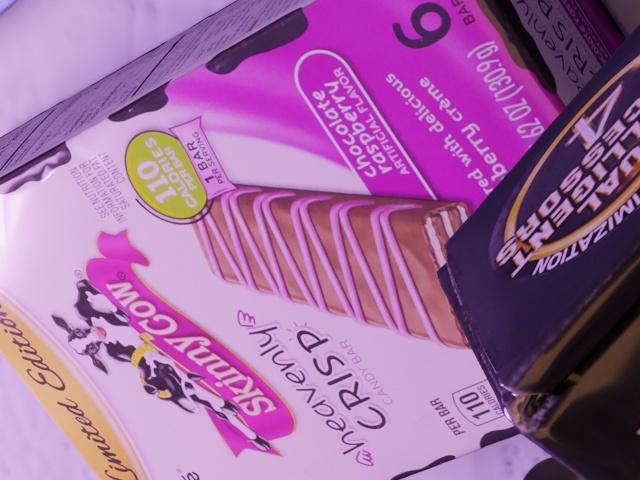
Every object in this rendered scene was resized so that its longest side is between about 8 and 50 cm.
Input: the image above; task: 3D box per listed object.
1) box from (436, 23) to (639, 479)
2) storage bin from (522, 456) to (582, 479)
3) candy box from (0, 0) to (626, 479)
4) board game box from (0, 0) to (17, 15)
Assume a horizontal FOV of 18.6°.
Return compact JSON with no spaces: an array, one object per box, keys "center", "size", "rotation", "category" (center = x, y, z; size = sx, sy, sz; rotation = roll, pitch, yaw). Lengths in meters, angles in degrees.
[{"center":[0.274,0.017,0.404],"size":[0.395,0.097,0.318],"rotation":[39,100,-15],"category":"box"},{"center":[0.082,0.157,0.678],"size":[0.098,0.135,0.091],"rotation":[20,134,10],"category":"storage bin"},{"center":[0.000,0.000,0.646],"size":[0.233,0.071,0.159],"rotation":[-26,108,33],"category":"candy box"},{"center":[-0.156,-0.100,0.679],"size":[0.090,0.020,0.090],"rotation":[-34,103,33],"category":"board game box"}]
